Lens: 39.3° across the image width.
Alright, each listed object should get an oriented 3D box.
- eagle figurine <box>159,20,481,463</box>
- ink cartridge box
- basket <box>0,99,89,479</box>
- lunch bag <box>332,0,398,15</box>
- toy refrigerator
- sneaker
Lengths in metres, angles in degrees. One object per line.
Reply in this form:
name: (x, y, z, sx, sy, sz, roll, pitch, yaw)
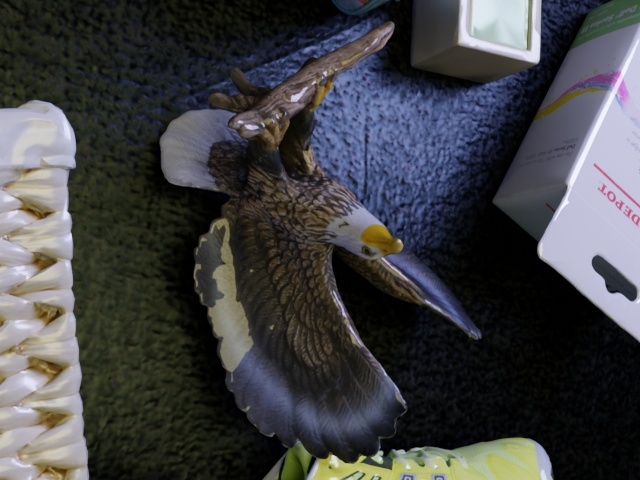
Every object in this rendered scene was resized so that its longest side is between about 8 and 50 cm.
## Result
eagle figurine: (0.004, 0.004, 0.754, 0.226, 0.225, 0.298, -17, 119, 2)
ink cartridge box: (0.325, -0.072, 0.958, 0.207, 0.119, 0.353, 38, 69, -20)
basket: (-0.320, 0.079, 0.492, 0.331, 0.328, 0.266, -5, 90, -28)
lunch bag: (0.072, -0.318, 0.758, 0.108, 0.279, 0.224, -21, 98, -24)
toy refrigerator: (0.163, -0.308, 0.909, 0.102, 0.094, 0.269, 7, 82, -27)
sneaker: (0.048, 0.232, 0.774, 0.385, 0.145, 0.147, -14, 92, -30)
